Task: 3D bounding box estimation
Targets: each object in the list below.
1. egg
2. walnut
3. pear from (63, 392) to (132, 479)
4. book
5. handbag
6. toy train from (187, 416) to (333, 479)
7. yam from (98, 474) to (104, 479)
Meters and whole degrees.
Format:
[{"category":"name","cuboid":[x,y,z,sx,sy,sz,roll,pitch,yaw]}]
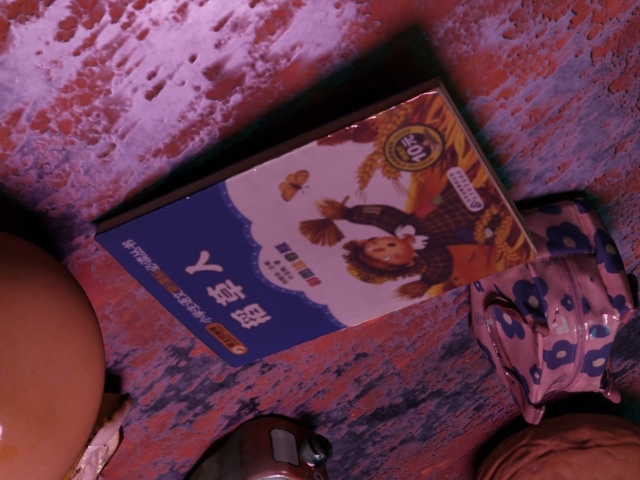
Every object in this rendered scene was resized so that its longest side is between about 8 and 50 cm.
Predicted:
[{"category":"egg","cuboid":[-0.392,0.163,1.050,0.301,0.301,0.374,31,103,-36]},{"category":"walnut","cuboid":[0.393,0.409,1.554,0.313,0.277,0.252,-14,172,3]},{"category":"pear","cuboid":[-0.366,0.273,1.252,0.178,0.267,0.267,31,121,-3]},{"category":"book","cuboid":[0.000,0.000,1.160,0.428,0.039,0.300,-22,135,19]},{"category":"handbag","cuboid":[0.299,0.097,1.289,0.190,0.193,0.251,-10,133,-3]},{"category":"toy train","cuboid":[-0.111,0.384,1.470,0.159,0.129,0.326,25,121,-27]},{"category":"yam","cuboid":[-0.406,0.421,1.464,0.264,0.046,0.046,-43,129,20]}]
